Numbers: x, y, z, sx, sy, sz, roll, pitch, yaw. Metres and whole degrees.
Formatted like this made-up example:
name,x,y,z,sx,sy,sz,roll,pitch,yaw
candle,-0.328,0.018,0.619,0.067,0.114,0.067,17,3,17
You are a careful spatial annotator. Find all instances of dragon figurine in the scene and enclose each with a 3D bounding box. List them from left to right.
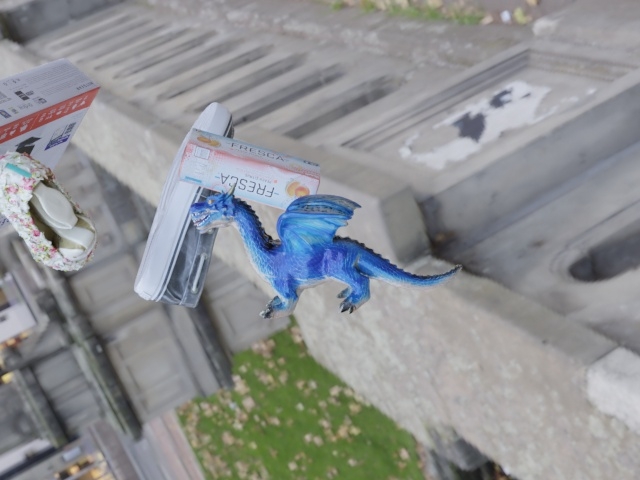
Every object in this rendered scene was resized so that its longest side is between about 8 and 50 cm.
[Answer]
name,x,y,z,sx,sy,sz,roll,pitch,yaw
dragon figurine,0.000,0.000,1.058,0.085,0.289,0.144,-53,-42,-75

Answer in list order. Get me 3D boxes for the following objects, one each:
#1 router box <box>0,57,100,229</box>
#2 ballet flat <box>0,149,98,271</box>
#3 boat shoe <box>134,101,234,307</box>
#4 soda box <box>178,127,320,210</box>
name,x,y,z,sx,sy,sz,roll,pitch,yaw
router box,-0.524,-0.121,1.589,0.082,0.335,0.301,38,118,2
ballet flat,-0.319,-0.021,1.210,0.077,0.091,0.241,17,161,23
boat shoe,-0.195,-0.053,1.622,0.119,0.335,0.121,21,177,-21
soda box,-0.094,-0.091,1.339,0.063,0.183,0.058,-90,18,-64
